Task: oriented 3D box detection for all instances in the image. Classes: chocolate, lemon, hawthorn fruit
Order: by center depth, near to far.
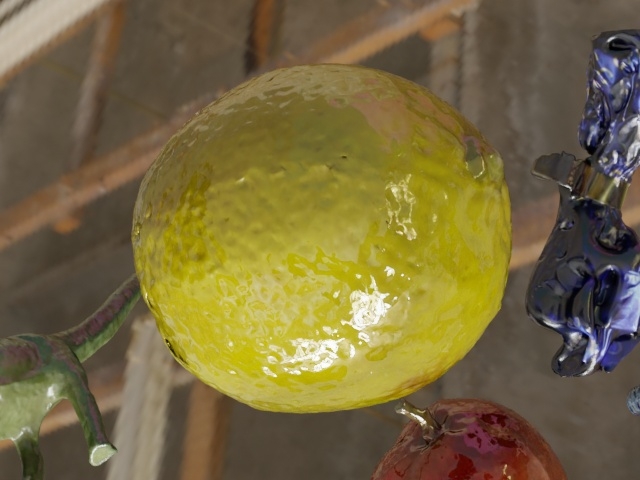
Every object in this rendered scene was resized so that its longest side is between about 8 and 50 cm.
[{"bbox_3d":[0.000,0.000,1.104,0.267,0.267,0.267,-31,-133,39],"label":"lemon"},{"bbox_3d":[0.138,0.246,1.539,0.205,0.253,0.205,-19,-145,14],"label":"hawthorn fruit"},{"bbox_3d":[0.271,-0.035,1.546,0.126,0.148,0.343,138,-32,-85],"label":"chocolate"}]

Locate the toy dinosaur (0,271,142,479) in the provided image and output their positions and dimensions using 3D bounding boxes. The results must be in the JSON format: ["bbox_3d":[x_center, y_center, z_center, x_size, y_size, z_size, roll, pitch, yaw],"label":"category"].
[{"bbox_3d":[-0.278,0.086,1.360,0.301,0.447,0.087,-109,-146,-43],"label":"toy dinosaur"}]

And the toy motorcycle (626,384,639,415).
[{"bbox_3d":[0.303,0.071,1.060,0.254,0.136,0.092,133,-55,-62],"label":"toy motorcycle"}]
